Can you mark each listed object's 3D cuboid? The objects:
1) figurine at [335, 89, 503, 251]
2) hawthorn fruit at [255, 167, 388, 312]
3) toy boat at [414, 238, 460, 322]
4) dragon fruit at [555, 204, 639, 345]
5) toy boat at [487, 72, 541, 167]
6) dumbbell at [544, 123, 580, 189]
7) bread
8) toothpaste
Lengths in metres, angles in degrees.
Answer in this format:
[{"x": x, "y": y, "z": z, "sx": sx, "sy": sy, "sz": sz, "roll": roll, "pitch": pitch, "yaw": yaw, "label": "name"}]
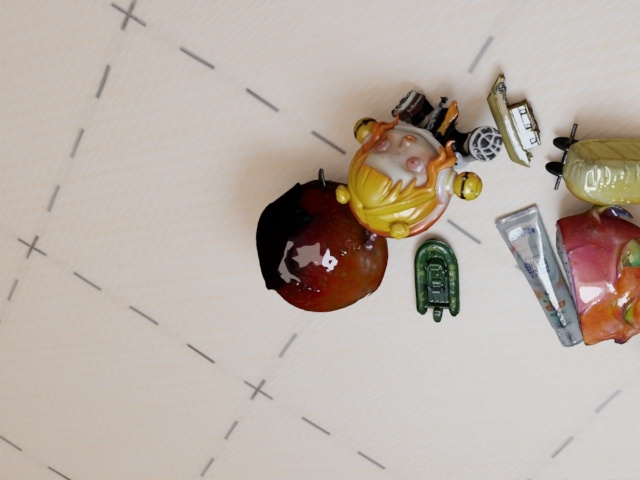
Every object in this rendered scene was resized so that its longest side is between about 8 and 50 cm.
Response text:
[{"x": 0.181, "y": -0.134, "z": 1.726, "sx": 0.320, "sy": 0.323, "sz": 0.196, "roll": 35, "pitch": 160, "yaw": 35, "label": "figurine"}, {"x": -0.003, "y": 0.017, "z": 1.869, "sx": 0.316, "sy": 0.316, "sz": 0.316, "roll": 7, "pitch": 117, "yaw": 14, "label": "hawthorn fruit"}, {"x": 0.265, "y": 0.089, "z": 1.962, "sx": 0.104, "sy": 0.052, "sz": 0.210, "roll": 4, "pitch": 117, "yaw": 19, "label": "toy boat"}, {"x": 0.587, "y": 0.064, "z": 1.721, "sx": 0.189, "sy": 0.290, "sz": 0.291, "roll": -15, "pitch": 110, "yaw": 17, "label": "dragon fruit"}, {"x": 0.398, "y": -0.245, "z": 1.751, "sx": 0.077, "sy": 0.057, "sz": 0.200, "roll": -20, "pitch": 108, "yaw": 20, "label": "toy boat"}, {"x": 0.499, "y": -0.169, "z": 1.749, "sx": 0.069, "sy": 0.069, "sz": 0.147, "roll": 14, "pitch": 119, "yaw": 10, "label": "dumbbell"}, {"x": 0.593, "y": -0.131, "z": 1.676, "sx": 0.236, "sy": 0.140, "sz": 0.106, "roll": -2, "pitch": 120, "yaw": -9, "label": "bread"}, {"x": 0.492, "y": 0.082, "z": 1.884, "sx": 0.100, "sy": 0.066, "sz": 0.323, "roll": -23, "pitch": 102, "yaw": 25, "label": "toothpaste"}]
